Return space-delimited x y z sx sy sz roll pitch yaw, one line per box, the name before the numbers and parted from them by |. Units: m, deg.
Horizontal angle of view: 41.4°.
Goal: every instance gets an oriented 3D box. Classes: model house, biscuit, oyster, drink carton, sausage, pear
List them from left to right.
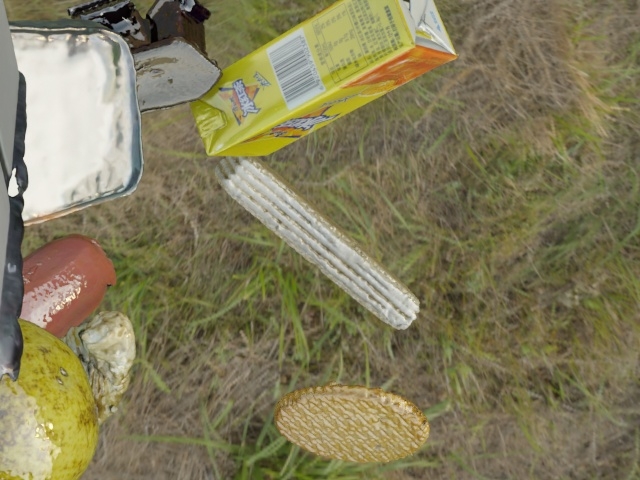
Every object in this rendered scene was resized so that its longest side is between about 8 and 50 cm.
model house | -0.374 -0.125 0.864 0.301 0.271 0.190 13 116 42
pear | -0.303 0.159 0.750 0.197 0.197 0.197 0 110 0
sausage | -0.472 0.095 1.461 0.152 0.280 0.152 22 133 26
oyster | -0.330 0.175 1.135 0.094 0.294 0.166 14 79 -35
model house | -0.247 -0.274 1.188 0.203 0.164 0.141 -13 145 -6
drink carton | -0.003 -0.230 1.188 0.351 0.154 0.111 -24 83 31
biscuit | 0.000 0.000 1.460 0.426 0.144 0.078 39 94 -22
biscuit | 0.049 0.289 1.343 0.254 0.035 0.254 5 144 4

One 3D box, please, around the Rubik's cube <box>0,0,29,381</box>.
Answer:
Rubik's cube | -0.332 -0.110 0.407 0.318 0.316 0.313 -8 136 -12
